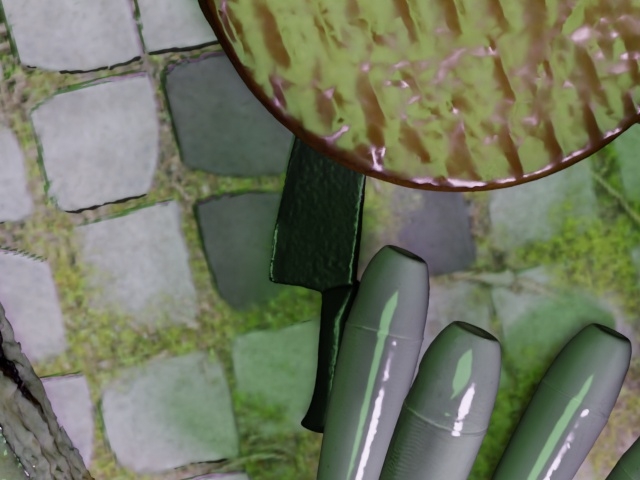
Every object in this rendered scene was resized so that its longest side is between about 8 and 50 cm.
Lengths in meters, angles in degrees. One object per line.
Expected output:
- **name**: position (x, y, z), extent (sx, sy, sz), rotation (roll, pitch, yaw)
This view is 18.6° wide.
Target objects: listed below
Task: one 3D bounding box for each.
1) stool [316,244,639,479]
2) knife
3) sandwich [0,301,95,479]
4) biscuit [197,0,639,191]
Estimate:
- **stool**: position (0.091, 0.137, 1.094), extent (0.195, 0.195, 0.199), rotation (22, 102, -18)
- **knife**: position (0.000, 0.000, 1.171), extent (0.060, 0.028, 0.230), rotation (6, 97, 12)
- **sandwich**: position (-0.246, 0.057, 1.140), extent (0.288, 0.099, 0.254), rotation (20, 98, -2)
- **biscuit**: position (0.081, -0.183, 1.118), extent (0.318, 0.040, 0.318), rotation (-1, 101, -6)
